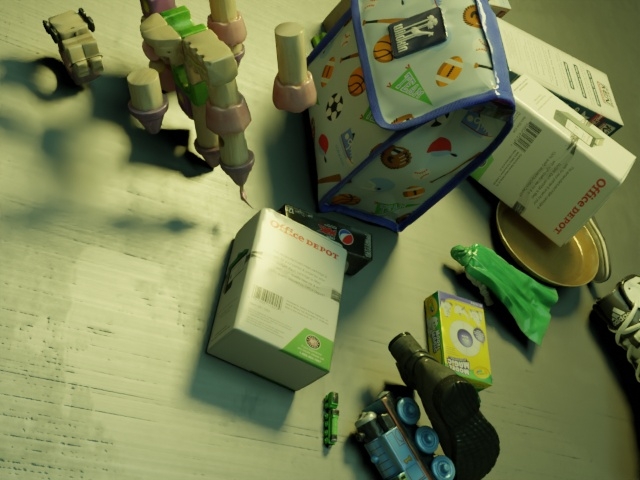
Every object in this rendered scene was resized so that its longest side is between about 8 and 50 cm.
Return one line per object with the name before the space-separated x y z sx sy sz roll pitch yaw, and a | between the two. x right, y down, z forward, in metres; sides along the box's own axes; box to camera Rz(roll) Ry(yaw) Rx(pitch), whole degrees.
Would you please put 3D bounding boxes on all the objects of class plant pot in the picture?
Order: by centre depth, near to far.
plant pot | 0.443 0.000 1.797 0.236 0.032 0.236 16 47 -18

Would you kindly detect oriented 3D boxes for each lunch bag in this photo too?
lunch bag | 0.143 -0.254 1.507 0.239 0.385 0.328 11 57 -33

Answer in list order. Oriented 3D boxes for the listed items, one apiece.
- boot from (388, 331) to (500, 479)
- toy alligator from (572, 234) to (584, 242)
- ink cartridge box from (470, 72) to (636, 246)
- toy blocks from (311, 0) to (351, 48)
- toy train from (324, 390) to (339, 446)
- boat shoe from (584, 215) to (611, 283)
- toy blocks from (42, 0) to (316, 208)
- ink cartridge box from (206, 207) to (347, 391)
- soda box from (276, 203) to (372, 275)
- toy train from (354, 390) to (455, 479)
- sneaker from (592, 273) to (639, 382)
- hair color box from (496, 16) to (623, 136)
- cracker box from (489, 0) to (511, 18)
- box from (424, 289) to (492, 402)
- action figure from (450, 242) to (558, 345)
boot | 0.189 0.255 1.407 0.083 0.161 0.246 -30 126 -13
toy alligator | 0.504 -0.070 1.906 0.051 0.056 0.189 47 23 -79
ink cartridge box | 0.430 -0.154 1.754 0.273 0.198 0.115 40 43 8
toy blocks | 0.199 -0.453 1.765 0.381 0.261 0.190 -3 65 -38
toy train | 0.017 0.261 1.332 0.017 0.024 0.083 20 52 -27
boat shoe | 0.570 -0.003 1.892 0.065 0.075 0.206 8 54 -30
toy blocks | -0.199 -0.214 1.368 0.309 0.260 0.288 -24 48 -20
ink cartridge box | -0.059 0.085 1.338 0.160 0.092 0.219 28 49 -21
soda box | 0.000 0.000 1.461 0.169 0.060 0.053 19 51 -26
toy train | 0.121 0.315 1.341 0.105 0.080 0.184 -23 78 -38
sneaker | 0.616 0.234 1.741 0.257 0.169 0.447 36 38 -2
hair color box | 0.503 -0.345 2.033 0.347 0.105 0.174 18 49 -27
cracker box | 0.314 -0.590 2.078 0.232 0.067 0.155 1 63 -36
box | 0.233 0.181 1.537 0.105 0.043 0.179 18 55 -28
action figure | 0.327 0.078 1.660 0.232 0.063 0.137 38 48 -17
